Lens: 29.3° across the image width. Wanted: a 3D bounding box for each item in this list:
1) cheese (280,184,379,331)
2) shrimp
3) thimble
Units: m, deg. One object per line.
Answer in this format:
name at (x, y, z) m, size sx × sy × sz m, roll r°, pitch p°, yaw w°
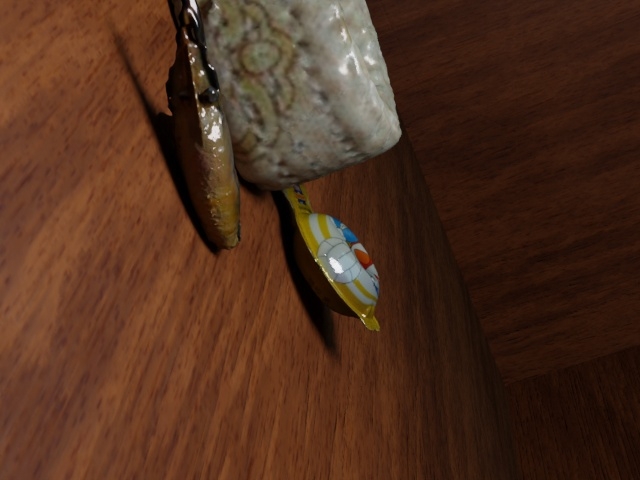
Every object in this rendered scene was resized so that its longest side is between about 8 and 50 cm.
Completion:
cheese at (0.000, 0.000, 1.557) m, size 0.270 × 0.069 × 0.177 m, roll 59°, pitch 12°, yaw 15°
shrimp at (-0.123, -0.114, 1.187) m, size 0.117 × 0.066 × 0.262 m, roll -120°, pitch -159°, yaw -68°
thimble at (-0.034, -0.220, 1.447) m, size 0.291 × 0.195 × 0.291 m, roll -18°, pitch 90°, yaw -80°
